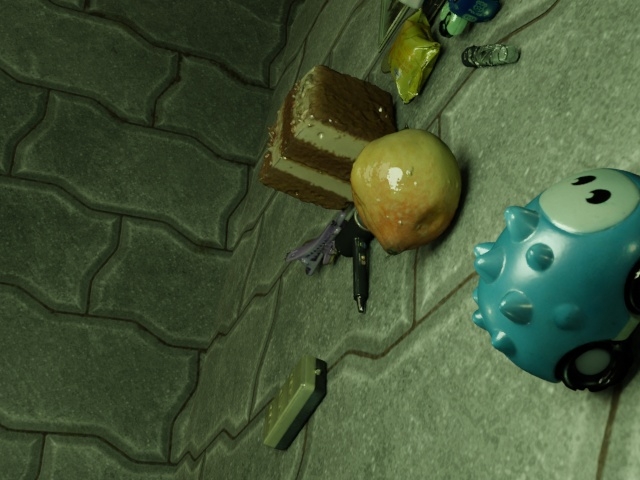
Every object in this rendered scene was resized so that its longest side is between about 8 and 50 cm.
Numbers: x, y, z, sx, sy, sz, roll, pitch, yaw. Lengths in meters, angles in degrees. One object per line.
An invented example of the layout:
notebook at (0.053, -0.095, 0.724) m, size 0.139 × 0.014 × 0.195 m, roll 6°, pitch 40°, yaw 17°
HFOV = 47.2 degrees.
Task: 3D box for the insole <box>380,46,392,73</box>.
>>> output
insole at (0.204, -0.495, 2.018) m, size 0.253 × 0.005 × 0.086 m, roll -115°, pitch 47°, yaw -68°

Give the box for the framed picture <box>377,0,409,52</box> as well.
framed picture at (0.226, -0.721, 2.196) m, size 0.217 × 0.017 × 0.274 m, roll 126°, pitch 157°, yaw -47°

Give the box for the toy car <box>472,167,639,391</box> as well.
toy car at (0.270, 0.032, 0.816) m, size 0.255 × 0.190 × 0.188 m, roll -60°, pitch 18°, yaw 27°

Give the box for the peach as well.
peach at (0.149, -0.083, 1.338) m, size 0.232 × 0.232 × 0.232 m, roll -160°, pitch 90°, yaw -74°

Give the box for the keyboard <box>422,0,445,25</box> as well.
keyboard at (0.289, -0.594, 1.813) m, size 0.230 × 0.025 × 0.094 m, roll 126°, pitch 160°, yaw -45°

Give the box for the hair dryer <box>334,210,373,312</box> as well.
hair dryer at (0.081, 0.059, 1.668) m, size 0.128 × 0.070 × 0.255 m, roll 129°, pitch 151°, yaw -50°

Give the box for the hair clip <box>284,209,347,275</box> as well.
hair clip at (0.010, 0.009, 1.937) m, size 0.278 × 0.090 × 0.137 m, roll -35°, pitch 25°, yaw 52°

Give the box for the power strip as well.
power strip at (-0.062, 0.382, 1.734) m, size 0.257 × 0.070 × 0.105 m, roll -58°, pitch 20°, yaw 34°

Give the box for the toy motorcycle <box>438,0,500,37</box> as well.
toy motorcycle at (0.330, -0.570, 1.490) m, size 0.196 × 0.125 × 0.331 m, roll -114°, pitch 43°, yaw -66°

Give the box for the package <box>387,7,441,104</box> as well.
package at (0.219, -0.440, 1.740) m, size 0.226 × 0.090 × 0.168 m, roll -95°, pitch 27°, yaw -52°

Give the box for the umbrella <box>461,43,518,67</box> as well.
umbrella at (0.314, -0.348, 1.385) m, size 0.188 × 0.050 × 0.046 m, roll -129°, pitch 38°, yaw -72°

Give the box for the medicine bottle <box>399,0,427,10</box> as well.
medicine bottle at (0.277, -0.702, 1.875) m, size 0.219 × 0.078 × 0.115 m, roll -63°, pitch -1°, yaw 21°

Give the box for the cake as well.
cake at (0.017, -0.260, 1.860) m, size 0.290 × 0.282 × 0.256 m, roll -53°, pitch 26°, yaw 41°

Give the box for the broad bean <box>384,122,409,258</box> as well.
broad bean at (0.168, -0.124, 1.596) m, size 0.098 × 0.056 × 0.318 m, roll 141°, pitch 143°, yaw -61°
